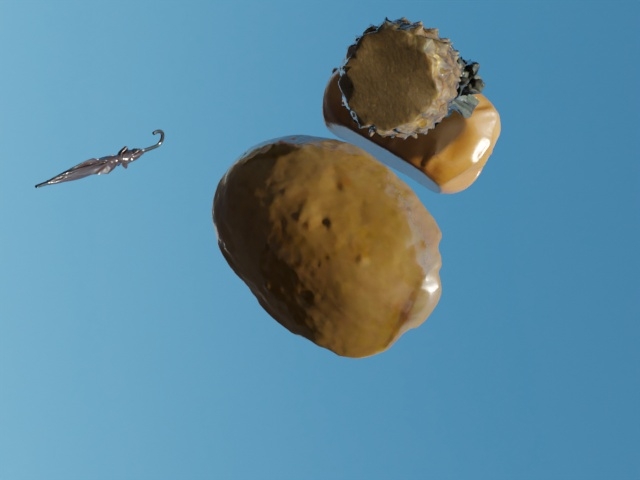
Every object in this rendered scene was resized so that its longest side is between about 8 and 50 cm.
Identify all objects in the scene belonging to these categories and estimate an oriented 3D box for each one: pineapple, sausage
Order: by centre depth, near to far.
[{"bbox_3d":[0.062,-0.098,0.724,0.074,0.159,0.074,3,-82,19],"label":"pineapple"},{"bbox_3d":[0.109,-0.155,1.486,0.241,0.120,0.136,27,-98,19],"label":"sausage"}]

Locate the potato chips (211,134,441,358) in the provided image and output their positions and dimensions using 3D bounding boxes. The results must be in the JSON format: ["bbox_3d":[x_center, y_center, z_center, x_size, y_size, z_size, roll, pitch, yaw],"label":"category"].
[{"bbox_3d":[0.000,0.000,0.908,0.202,0.049,0.150,44,-74,14],"label":"potato chips"}]

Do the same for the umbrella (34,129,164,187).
[{"bbox_3d":[-0.162,-0.056,0.880,0.013,0.122,0.022,32,-47,30],"label":"umbrella"}]
